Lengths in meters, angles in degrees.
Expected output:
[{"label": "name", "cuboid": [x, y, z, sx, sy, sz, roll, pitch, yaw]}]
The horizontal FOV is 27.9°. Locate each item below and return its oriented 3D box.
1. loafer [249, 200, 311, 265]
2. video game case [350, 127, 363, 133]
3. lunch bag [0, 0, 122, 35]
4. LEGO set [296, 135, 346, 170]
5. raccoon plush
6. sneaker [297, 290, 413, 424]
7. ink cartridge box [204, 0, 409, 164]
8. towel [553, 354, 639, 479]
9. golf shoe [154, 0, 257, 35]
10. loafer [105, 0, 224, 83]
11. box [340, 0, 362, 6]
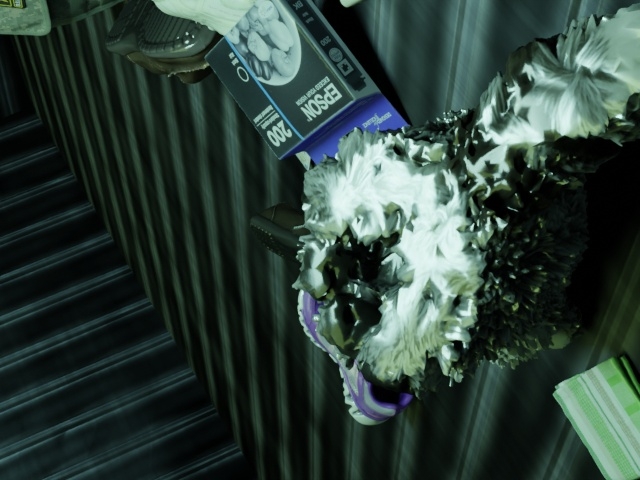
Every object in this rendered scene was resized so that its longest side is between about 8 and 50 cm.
[{"label": "loafer", "cuboid": [0.000, 0.000, 1.728, 0.220, 0.078, 0.080, 31, 160, 33]}, {"label": "video game case", "cuboid": [0.061, -0.121, 1.465, 0.122, 0.011, 0.087, 54, 161, 30]}, {"label": "lunch bag", "cuboid": [-0.454, -0.457, 2.071, 0.169, 0.287, 0.235, 58, 162, 22]}, {"label": "LEGO set", "cuboid": [-0.034, -0.134, 1.660, 0.244, 0.060, 0.182, 55, 161, 21]}, {"label": "raccoon plush", "cuboid": [0.197, -0.009, 1.044, 0.446, 0.299, 0.216, -24, 75, 43]}, {"label": "sneaker", "cuboid": [0.057, 0.147, 1.764, 0.236, 0.095, 0.104, 62, 158, -10]}, {"label": "ink cartridge box", "cuboid": [-0.022, -0.167, 1.437, 0.208, 0.045, 0.206, 51, 152, -4]}, {"label": "towel", "cuboid": [0.280, 0.169, 1.213, 0.113, 0.023, 0.152, 59, 161, 10]}, {"label": "golf shoe", "cuboid": [-0.118, -0.286, 1.572, 0.140, 0.115, 0.306, 61, 161, -21]}, {"label": "loafer", "cuboid": [-0.190, -0.296, 1.843, 0.130, 0.133, 0.366, 30, 177, -26]}, {"label": "box", "cuboid": [0.076, -0.280, 0.960, 0.148, 0.127, 0.232, 65, 164, -7]}]
